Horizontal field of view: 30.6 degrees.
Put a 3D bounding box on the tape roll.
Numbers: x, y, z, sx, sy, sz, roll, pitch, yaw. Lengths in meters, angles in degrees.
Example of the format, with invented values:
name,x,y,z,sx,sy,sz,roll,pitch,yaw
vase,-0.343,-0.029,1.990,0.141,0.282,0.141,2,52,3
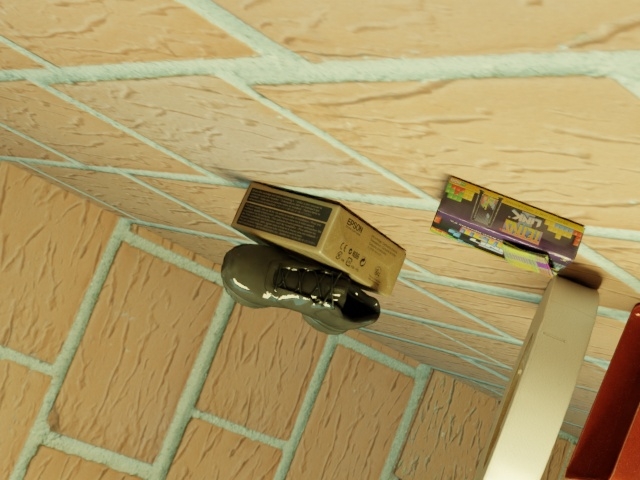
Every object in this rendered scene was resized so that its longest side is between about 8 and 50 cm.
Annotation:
name,x,y,z,sx,sy,sz,roll,pitch,yaw
tape roll,0.298,0.238,1.662,0.072,0.392,0.392,21,171,9

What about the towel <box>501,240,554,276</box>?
name,x,y,z,sx,sy,sz,roll,pitch,yaw
towel,0.248,0.023,1.396,0.060,0.009,0.083,18,169,22

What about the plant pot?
name,x,y,z,sx,sy,sz,roll,pitch,yaw
plant pot,0.497,0.236,1.510,0.236,0.267,0.267,23,171,5

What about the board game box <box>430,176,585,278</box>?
name,x,y,z,sx,sy,sz,roll,pitch,yaw
board game box,0.224,-0.013,1.428,0.170,0.048,0.141,21,172,5

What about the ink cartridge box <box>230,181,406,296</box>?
name,x,y,z,sx,sy,sz,roll,pitch,yaw
ink cartridge box,0.000,0.000,1.915,0.193,0.088,0.235,17,171,36

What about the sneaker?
name,x,y,z,sx,sy,sz,roll,pitch,yaw
sneaker,-0.025,0.071,1.855,0.286,0.109,0.130,20,164,-33
